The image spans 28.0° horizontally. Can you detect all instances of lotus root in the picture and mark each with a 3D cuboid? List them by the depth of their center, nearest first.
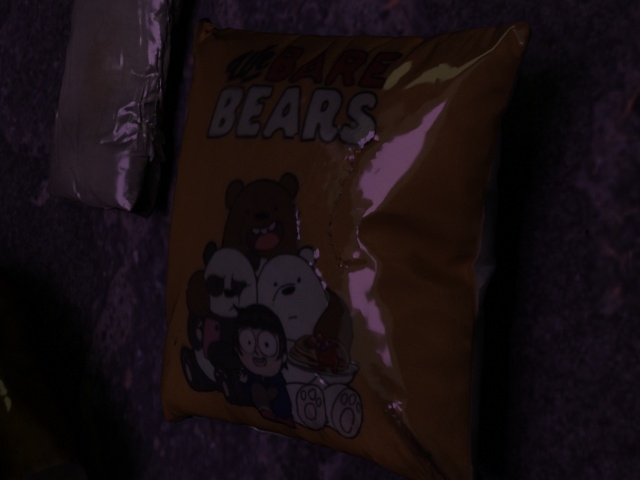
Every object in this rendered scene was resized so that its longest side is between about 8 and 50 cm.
[{"bbox_3d":[-0.343,0.146,1.115,0.250,0.250,0.346,-51,50,26],"label":"lotus root"}]

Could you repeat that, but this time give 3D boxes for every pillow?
[{"bbox_3d":[0.000,0.000,0.882,0.310,0.119,0.312,8,92,47],"label":"pillow"},{"bbox_3d":[-0.178,-0.140,1.113,0.148,0.050,0.229,9,88,39],"label":"pillow"}]
